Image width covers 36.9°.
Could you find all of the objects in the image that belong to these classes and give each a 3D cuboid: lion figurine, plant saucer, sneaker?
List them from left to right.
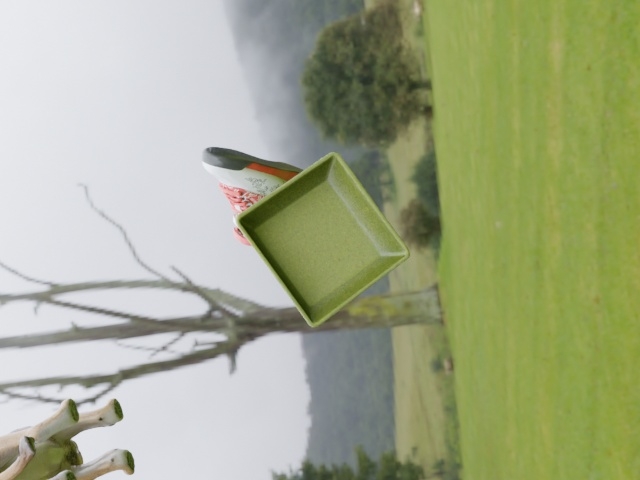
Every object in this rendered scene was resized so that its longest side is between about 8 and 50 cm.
[{"bbox_3d":[-0.376,0.287,1.178,0.392,0.240,0.142,63,-173,-73],"label":"lion figurine"},{"bbox_3d":[-0.111,-0.061,1.540,0.270,0.090,0.145,7,-74,-60],"label":"sneaker"},{"bbox_3d":[0.000,0.000,1.357,0.188,0.188,0.045,54,159,1],"label":"plant saucer"}]
